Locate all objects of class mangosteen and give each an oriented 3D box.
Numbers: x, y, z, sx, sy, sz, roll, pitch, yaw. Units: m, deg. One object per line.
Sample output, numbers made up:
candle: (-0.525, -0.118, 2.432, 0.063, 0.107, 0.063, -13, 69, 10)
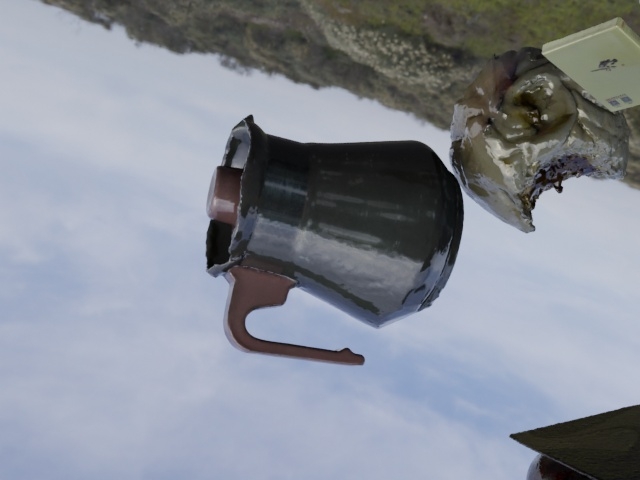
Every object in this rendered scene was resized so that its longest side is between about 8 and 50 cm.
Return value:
mangosteen: (0.553, 0.527, 1.495, 0.216, 0.216, 0.216, 16, -166, -4)

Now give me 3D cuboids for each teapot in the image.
teapot: (0.000, 0.000, 1.096, 0.362, 0.376, 0.305, 13, 166, -14)

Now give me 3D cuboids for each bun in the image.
bun: (0.322, -0.176, 1.091, 0.282, 0.281, 0.205, 25, 170, 28)

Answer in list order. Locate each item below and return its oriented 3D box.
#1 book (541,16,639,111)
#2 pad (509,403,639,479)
book: (0.265, -0.156, 0.640, 0.111, 0.014, 0.077, 27, 160, -30)
pad: (0.401, 0.204, 0.768, 0.330, 0.004, 0.220, -8, -178, -16)
